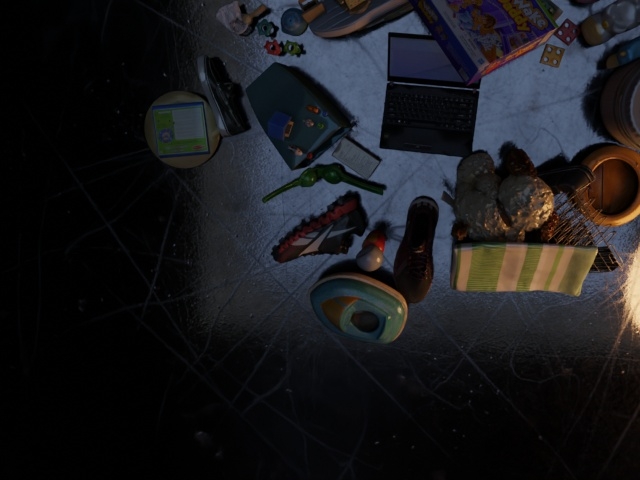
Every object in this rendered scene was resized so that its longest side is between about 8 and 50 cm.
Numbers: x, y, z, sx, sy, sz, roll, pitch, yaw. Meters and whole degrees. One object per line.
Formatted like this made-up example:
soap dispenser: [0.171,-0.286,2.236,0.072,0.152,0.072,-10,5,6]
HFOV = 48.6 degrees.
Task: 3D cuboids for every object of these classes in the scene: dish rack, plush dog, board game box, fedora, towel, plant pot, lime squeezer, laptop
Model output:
dish rack: [0.606,-0.042,1.700,0.074,0.208,0.271,-39,103,-20]
plush dog: [0.437,-0.084,1.674,0.225,0.210,0.262,-20,101,41]
board game box: [0.338,-0.554,1.603,0.233,0.078,0.347,-30,82,-16]
fedora: [0.699,-0.133,1.714,0.194,0.079,0.194,2,99,10]
towel: [0.483,0.071,1.734,0.324,0.248,0.038,3,62,11]
plant pot: [-0.066,-0.321,1.778,0.165,0.166,0.234,-40,89,16]
lime squeezer: [-0.002,-0.144,1.824,0.310,0.059,0.110,-4,64,-10]
laptop: [0.267,-0.347,1.717,0.234,0.136,0.264,8,94,10]

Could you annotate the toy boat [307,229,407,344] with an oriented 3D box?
toy boat: [0.102,0.130,1.818,0.267,0.148,0.318,15,120,6]

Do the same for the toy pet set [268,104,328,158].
toy pet set: [-0.060,-0.266,1.669,0.114,0.065,0.122,22,101,12]

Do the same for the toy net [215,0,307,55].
toy net: [-0.153,-0.542,1.808,0.232,0.045,0.122,11,105,10]

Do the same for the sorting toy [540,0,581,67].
sorting toy: [0.490,-0.529,1.687,0.274,0.046,0.132,41,106,0]

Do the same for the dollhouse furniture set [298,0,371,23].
dollhouse furniture set: [0.006,-0.580,1.619,0.161,0.182,0.101,-28,67,13]

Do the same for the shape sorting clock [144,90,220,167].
shape sorting clock: [-0.370,-0.296,1.899,0.206,0.040,0.206,1,102,6]

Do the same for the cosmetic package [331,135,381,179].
cosmetic package: [0.093,-0.213,1.830,0.115,0.041,0.060,36,105,2]

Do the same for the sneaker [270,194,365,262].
sneaker: [0.000,0.000,1.862,0.276,0.097,0.135,-32,92,14]

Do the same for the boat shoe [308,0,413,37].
boat shoe: [0.120,-0.559,1.722,0.302,0.094,0.109,-17,69,16]

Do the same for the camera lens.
camera lens: [0.753,-0.302,1.566,0.219,0.274,0.219,2,102,10]

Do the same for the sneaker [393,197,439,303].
sneaker: [0.237,0.039,1.793,0.106,0.162,0.281,6,102,9]

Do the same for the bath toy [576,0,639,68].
bath toy: [0.643,-0.572,1.610,0.151,0.129,0.348,-21,97,33]

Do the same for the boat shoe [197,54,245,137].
boat shoe: [-0.255,-0.382,1.846,0.070,0.078,0.219,-15,106,14]
